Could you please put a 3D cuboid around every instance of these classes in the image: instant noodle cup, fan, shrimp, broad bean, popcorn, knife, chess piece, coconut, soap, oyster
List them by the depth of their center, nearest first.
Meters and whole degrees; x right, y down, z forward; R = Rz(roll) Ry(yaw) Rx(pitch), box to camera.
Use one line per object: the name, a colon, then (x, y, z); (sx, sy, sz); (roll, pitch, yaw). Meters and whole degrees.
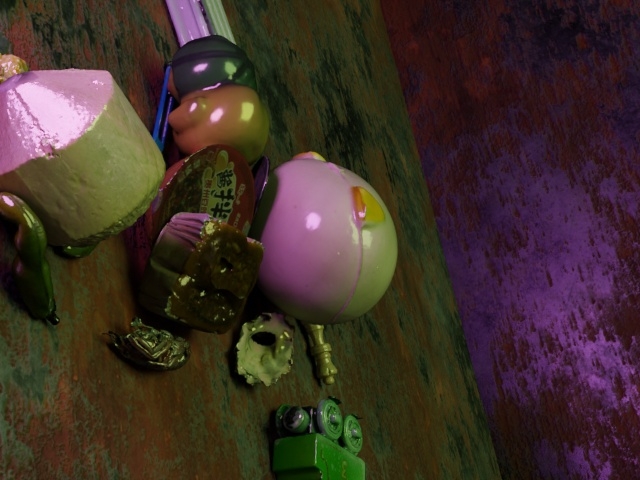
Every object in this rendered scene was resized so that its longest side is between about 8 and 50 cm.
broad bean: (-0.397, 0.032, 1.250); (0.048, 0.070, 0.214); (-37, 132, -42)
coconut: (-0.364, -0.130, 1.297); (0.244, 0.239, 0.239); (53, 26, -37)
popcorn: (-0.480, -0.258, 1.383); (0.083, 0.059, 0.068); (46, 51, 4)
broad bean: (-0.365, -0.027, 1.455); (0.061, 0.046, 0.195); (63, 23, -22)
shrimp: (-0.275, 0.167, 1.462); (0.190, 0.074, 0.073); (27, 77, -46)
instant noodle cup: (-0.236, -0.049, 1.653); (0.274, 0.090, 0.274); (-32, 131, -46)
oyster: (-0.119, 0.212, 1.807); (0.132, 0.072, 0.209); (36, 41, -21)
knife: (-0.310, -0.277, 1.857); (0.297, 0.026, 0.044); (-90, 160, -44)
fan: (-0.160, -0.057, 1.875); (0.012, 0.294, 0.223); (17, 80, -16)
chess piece: (-0.002, 0.244, 2.074); (0.060, 0.060, 0.172); (10, 63, -66)
soap: (-0.268, -0.486, 2.078); (0.262, 0.094, 0.150); (70, 16, 8)

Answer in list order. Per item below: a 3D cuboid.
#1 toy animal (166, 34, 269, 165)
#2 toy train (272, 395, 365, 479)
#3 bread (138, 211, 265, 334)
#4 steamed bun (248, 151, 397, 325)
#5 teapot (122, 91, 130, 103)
toy animal: (-0.199, -0.250, 1.828); (0.216, 0.191, 0.338); (46, 36, -64)
toy train: (0.000, 0.423, 1.811); (0.243, 0.132, 0.188); (44, 40, -48)
bread: (-0.199, 0.058, 1.579); (0.210, 0.109, 0.192); (37, 73, -57)
steamed bun: (-0.005, 0.000, 1.891); (0.374, 0.334, 0.334); (42, -4, 47)
teapot: (-0.390, -0.211, 1.549); (0.092, 0.124, 0.091); (121, -22, -65)
